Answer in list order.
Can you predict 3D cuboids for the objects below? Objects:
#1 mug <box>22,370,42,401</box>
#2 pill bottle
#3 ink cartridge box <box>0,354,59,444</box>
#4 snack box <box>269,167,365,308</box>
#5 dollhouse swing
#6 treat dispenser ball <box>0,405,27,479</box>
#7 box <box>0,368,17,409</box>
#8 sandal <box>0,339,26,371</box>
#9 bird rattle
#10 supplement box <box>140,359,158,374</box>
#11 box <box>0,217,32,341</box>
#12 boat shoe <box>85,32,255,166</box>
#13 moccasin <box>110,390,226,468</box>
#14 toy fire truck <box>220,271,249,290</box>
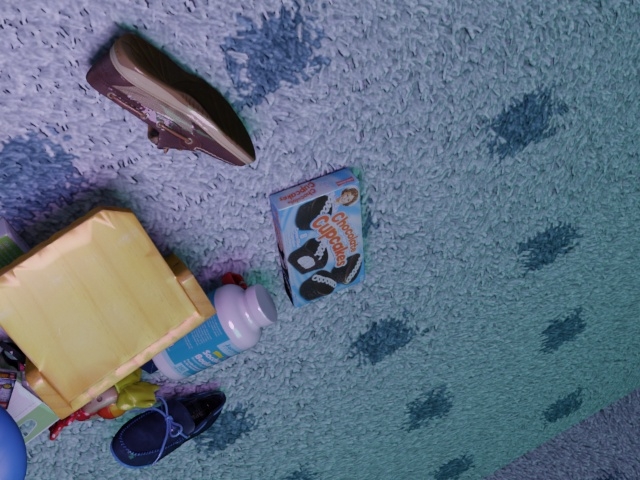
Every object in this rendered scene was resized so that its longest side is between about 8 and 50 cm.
[{"bbox_3d":[-0.620,0.308,1.741,0.062,0.078,0.064,13,124,13],"label":"mug"},{"bbox_3d":[-0.226,0.185,1.732,0.264,0.146,0.146,-26,141,16],"label":"pill bottle"},{"bbox_3d":[-0.678,0.333,1.679,0.171,0.056,0.235,-37,124,5],"label":"ink cartridge box"},{"bbox_3d":[0.000,0.000,1.812,0.187,0.060,0.322,-21,138,-13],"label":"snack box"},{"bbox_3d":[-0.437,0.102,1.560,0.347,0.315,0.305,-35,108,-10],"label":"dollhouse swing"},{"bbox_3d":[-0.689,0.417,1.492,0.288,0.288,0.288,-17,137,-17],"label":"treat dispenser ball"},{"bbox_3d":[-0.674,0.285,1.595,0.137,0.027,0.094,12,126,-23],"label":"box"},{"bbox_3d":[-0.608,0.233,1.618,0.040,0.067,0.179,-57,176,-14],"label":"sandal"},{"bbox_3d":[-0.480,0.367,1.820,0.253,0.143,0.207,-31,163,-6],"label":"bird rattle"},{"bbox_3d":[-0.381,0.232,1.781,0.056,0.083,0.083,-32,139,9],"label":"supplement box"},{"bbox_3d":[-0.665,0.116,1.520,0.322,0.058,0.232,-28,139,-4],"label":"box"},{"bbox_3d":[-0.253,-0.217,1.414,0.123,0.123,0.342,-33,141,22],"label":"boat shoe"},{"bbox_3d":[-0.352,0.416,1.911,0.117,0.137,0.342,-47,169,26],"label":"moccasin"},{"bbox_3d":[-0.185,0.159,1.863,0.135,0.047,0.192,-43,138,11],"label":"toy fire truck"}]
